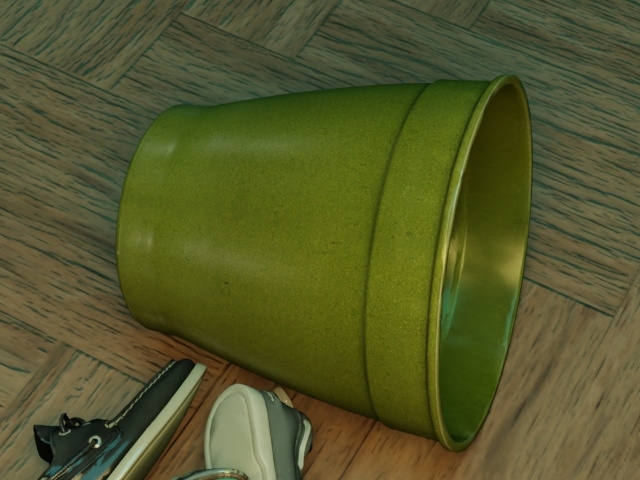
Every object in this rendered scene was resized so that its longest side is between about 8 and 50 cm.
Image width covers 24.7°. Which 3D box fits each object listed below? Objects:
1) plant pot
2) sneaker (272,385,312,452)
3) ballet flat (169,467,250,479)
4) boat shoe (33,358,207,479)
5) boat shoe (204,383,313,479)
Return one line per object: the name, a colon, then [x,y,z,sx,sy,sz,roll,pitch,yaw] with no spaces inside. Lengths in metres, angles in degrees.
plant pot: [0.000,0.000,1.466,0.352,0.366,0.366,8,50,19]
sneaker: [-0.036,0.187,1.487,0.035,0.031,0.083,-27,50,-11]
ballet flat: [-0.141,0.254,1.351,0.188,0.070,0.070,-38,53,16]
boat shoe: [-0.238,0.223,1.381,0.113,0.127,0.340,33,65,7]
boat shoe: [-0.037,0.285,1.351,0.099,0.116,0.320,20,47,-35]
